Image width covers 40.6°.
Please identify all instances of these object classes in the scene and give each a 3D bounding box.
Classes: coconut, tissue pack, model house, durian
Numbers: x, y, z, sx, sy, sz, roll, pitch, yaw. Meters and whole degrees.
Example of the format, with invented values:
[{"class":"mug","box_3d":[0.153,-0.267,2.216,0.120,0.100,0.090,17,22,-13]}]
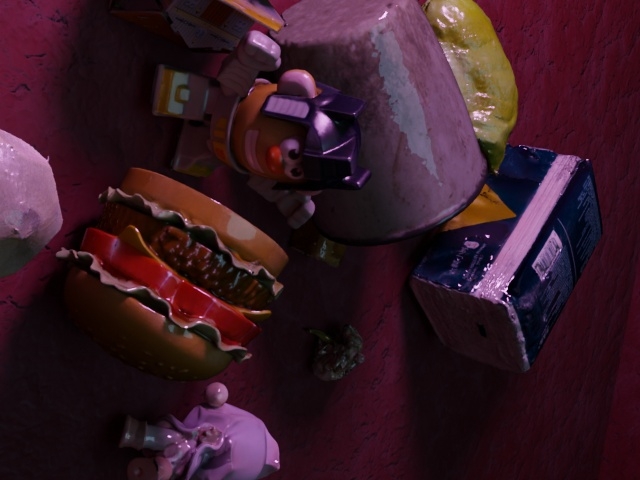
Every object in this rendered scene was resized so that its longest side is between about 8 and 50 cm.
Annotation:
[{"class":"coconut","box_3d":[-0.355,-0.042,0.906,0.161,0.162,0.161,-24,121,-47]},{"class":"tissue pack","box_3d":[0.405,0.026,1.825,0.416,0.253,0.264,-53,138,-25]},{"class":"model house","box_3d":[-0.176,-0.295,1.073,0.136,0.207,0.219,-44,151,23]},{"class":"durian","box_3d":[0.240,-0.273,1.553,0.256,0.204,0.339,13,92,-41]}]

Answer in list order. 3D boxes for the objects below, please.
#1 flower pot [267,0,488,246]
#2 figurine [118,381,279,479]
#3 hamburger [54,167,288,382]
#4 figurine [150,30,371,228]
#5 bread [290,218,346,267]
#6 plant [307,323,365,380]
[{"class":"flower pot","box_3d":[0.076,-0.205,1.312,0.293,0.294,0.330,-44,127,-33]},{"class":"figurine","box_3d":[-0.179,0.314,1.290,0.276,0.133,0.200,14,95,-52]},{"class":"hamburger","box_3d":[-0.189,0.059,1.072,0.274,0.274,0.212,43,70,-50]},{"class":"figurine","box_3d":[-0.068,-0.145,1.129,0.308,0.309,0.143,48,55,-49]},{"class":"bread","box_3d":[0.002,-0.001,1.450,0.083,0.077,0.070,22,88,-52]},{"class":"plant","box_3d":[0.017,0.189,1.563,0.122,0.104,0.116,47,21,-16]}]
